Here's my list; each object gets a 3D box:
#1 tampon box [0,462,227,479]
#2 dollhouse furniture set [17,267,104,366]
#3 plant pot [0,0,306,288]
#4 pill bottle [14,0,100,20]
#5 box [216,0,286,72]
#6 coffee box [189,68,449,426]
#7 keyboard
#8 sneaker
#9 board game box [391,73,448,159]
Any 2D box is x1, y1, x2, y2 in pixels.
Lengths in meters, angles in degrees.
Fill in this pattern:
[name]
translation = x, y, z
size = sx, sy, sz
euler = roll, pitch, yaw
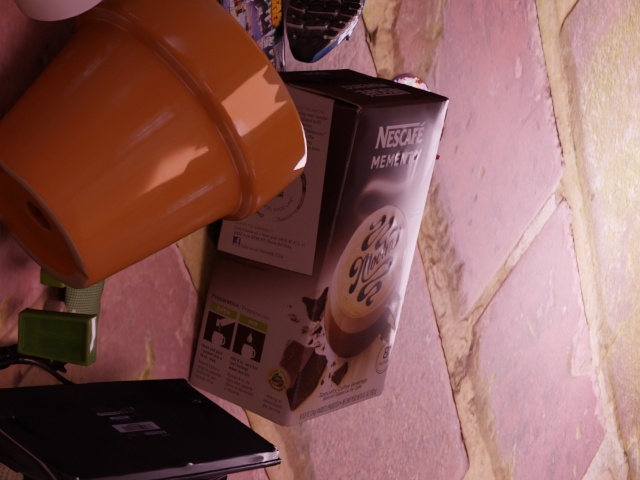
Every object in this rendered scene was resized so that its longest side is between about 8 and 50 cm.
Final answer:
[tampon box]
translation = -0.172, 0.228, 1.401
size = 0.101, 0.161, 0.120
euler = -10, 109, -56
[dollhouse furniture set]
translation = -0.180, 0.053, 1.380
size = 0.152, 0.059, 0.076
euler = -39, 135, -73
[plant pot]
translation = -0.147, -0.069, 1.319
size = 0.188, 0.205, 0.205
euler = -42, 137, -22
[pill bottle]
translation = -0.208, -0.245, 1.211
size = 0.112, 0.112, 0.186
euler = -58, 144, -29
[box]
translation = -0.067, -0.176, 1.549
size = 0.094, 0.027, 0.137
euler = -34, 129, -50
[coffee box]
translation = 0.000, 0.000, 1.610
size = 0.168, 0.119, 0.297
euler = -12, 118, -57
[keyboard]
translation = -0.174, 0.132, 1.348
size = 0.033, 0.201, 0.317
euler = -61, 156, 10
[sneaker]
translation = 0.013, -0.202, 1.621
size = 0.162, 0.063, 0.073
euler = -60, 158, -50
[board game box]
translation = 0.092, -0.087, 1.838
size = 0.133, 0.033, 0.168
euler = 1, 100, -59
